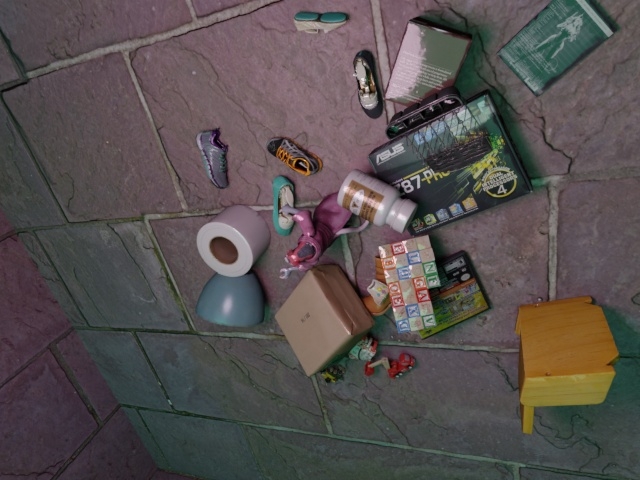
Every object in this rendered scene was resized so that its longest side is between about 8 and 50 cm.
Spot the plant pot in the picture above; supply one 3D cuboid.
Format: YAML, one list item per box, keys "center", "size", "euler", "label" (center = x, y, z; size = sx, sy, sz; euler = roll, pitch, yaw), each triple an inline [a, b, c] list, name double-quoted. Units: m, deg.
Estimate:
- center: [-0.367, 0.219, 1.755]
  size: [0.289, 0.290, 0.196]
  euler: [12, 97, 15]
  label: "plant pot"

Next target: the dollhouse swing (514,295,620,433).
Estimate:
- center: [0.778, 0.422, 1.344]
  size: [0.314, 0.347, 0.305]
  euler: [-15, 111, 28]
  label: "dollhouse swing"

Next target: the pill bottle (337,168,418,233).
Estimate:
- center: [0.179, -0.119, 1.299]
  size: [0.229, 0.131, 0.131]
  euler: [29, 126, 15]
  label: "pill bottle"

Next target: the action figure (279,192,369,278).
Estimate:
- center: [0.000, 0.000, 1.394]
  size: [0.275, 0.370, 0.248]
  euler: [6, 120, 20]
  label: "action figure"

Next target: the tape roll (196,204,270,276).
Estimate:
- center: [-0.344, 0.000, 1.657]
  size: [0.245, 0.169, 0.247]
  euler: [9, 121, 16]
  label: "tape roll"

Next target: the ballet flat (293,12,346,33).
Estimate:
- center: [0.002, -0.640, 1.225]
  size: [0.168, 0.057, 0.052]
  euler: [14, 151, 18]
  label: "ballet flat"

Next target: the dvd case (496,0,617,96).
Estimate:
- center: [0.601, -0.512, 1.072]
  size: [0.164, 0.018, 0.221]
  euler: [44, 126, -5]
  label: "dvd case"

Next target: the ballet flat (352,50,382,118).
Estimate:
- center: [0.138, -0.463, 1.254]
  size: [0.074, 0.074, 0.203]
  euler: [-4, 117, 23]
  label: "ballet flat"

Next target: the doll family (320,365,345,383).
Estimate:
- center: [0.017, 0.609, 1.931]
  size: [0.192, 0.076, 0.111]
  euler: [33, 130, 7]
  label: "doll family"

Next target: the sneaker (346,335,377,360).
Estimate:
- center: [0.169, 0.396, 1.734]
  size: [0.144, 0.090, 0.270]
  euler: [8, 125, 16]
  label: "sneaker"

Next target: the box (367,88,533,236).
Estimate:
- center: [0.390, -0.219, 1.279]
  size: [0.394, 0.097, 0.319]
  euler: [-22, 106, 33]
  label: "box"

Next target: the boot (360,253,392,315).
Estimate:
- center: [0.233, 0.162, 1.555]
  size: [0.283, 0.109, 0.220]
  euler: [-11, 115, 25]
  label: "boot"

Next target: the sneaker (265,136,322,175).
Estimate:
- center: [-0.100, -0.292, 1.442]
  size: [0.214, 0.083, 0.084]
  euler: [26, 127, 7]
  label: "sneaker"

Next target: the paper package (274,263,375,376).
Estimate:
- center: [0.010, 0.309, 1.621]
  size: [0.310, 0.168, 0.325]
  euler: [57, 130, 26]
  label: "paper package"

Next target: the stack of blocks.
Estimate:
- center: [0.312, 0.144, 1.404]
  size: [0.171, 0.087, 0.298]
  euler: [-13, 87, 10]
  label: "stack of blocks"

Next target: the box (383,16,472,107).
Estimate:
- center: [0.291, -0.471, 1.128]
  size: [0.168, 0.167, 0.203]
  euler: [22, 124, 7]
  label: "box"

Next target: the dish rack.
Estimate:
- center: [0.328, -0.271, 1.114]
  size: [0.208, 0.074, 0.271]
  euler: [-18, 136, 39]
  label: "dish rack"

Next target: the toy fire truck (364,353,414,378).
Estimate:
- center: [0.290, 0.530, 1.764]
  size: [0.135, 0.047, 0.192]
  euler: [27, 128, -17]
  label: "toy fire truck"

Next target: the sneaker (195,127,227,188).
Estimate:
- center: [-0.381, -0.303, 1.551]
  size: [0.098, 0.083, 0.224]
  euler: [-11, 114, 21]
  label: "sneaker"

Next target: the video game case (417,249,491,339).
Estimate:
- center: [0.434, 0.200, 1.489]
  size: [0.274, 0.035, 0.249]
  euler: [-28, 107, 9]
  label: "video game case"

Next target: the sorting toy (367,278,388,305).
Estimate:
- center: [0.210, 0.179, 1.502]
  size: [0.075, 0.045, 0.083]
  euler: [34, 117, 7]
  label: "sorting toy"

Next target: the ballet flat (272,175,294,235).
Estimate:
- center: [-0.133, -0.115, 1.547]
  size: [0.087, 0.083, 0.248]
  euler: [37, 137, 51]
  label: "ballet flat"
